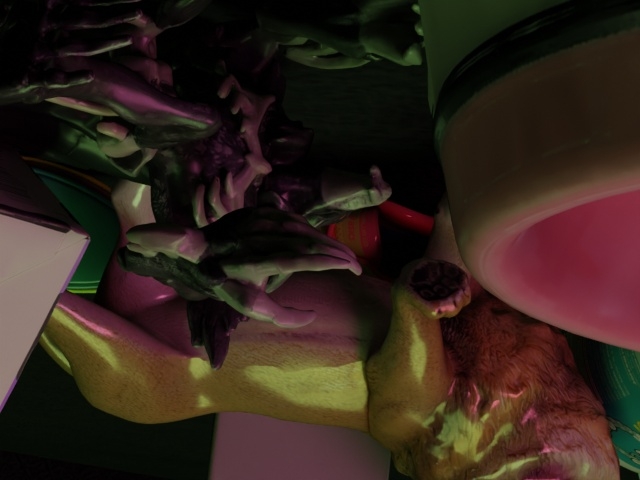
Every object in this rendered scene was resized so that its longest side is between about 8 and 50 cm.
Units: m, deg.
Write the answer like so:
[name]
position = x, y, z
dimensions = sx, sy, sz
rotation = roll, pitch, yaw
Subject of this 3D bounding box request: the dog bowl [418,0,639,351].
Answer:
[dog bowl]
position = 0.218, -0.048, 0.578
dimensions = 0.408, 0.150, 0.408
rotation = 6, 167, 1

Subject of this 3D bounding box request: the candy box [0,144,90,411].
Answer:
[candy box]
position = -0.208, 0.013, 0.831
dimensions = 0.070, 0.165, 0.196
rotation = 17, -162, -41

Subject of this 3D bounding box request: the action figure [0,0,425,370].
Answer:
[action figure]
position = -0.029, -0.044, 0.701
dimensions = 0.141, 0.164, 0.275
rotation = 6, 162, 24

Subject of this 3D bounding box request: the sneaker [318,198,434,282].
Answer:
[sneaker]
position = 0.000, 0.000, 1.063
dimensions = 0.208, 0.081, 0.094
rotation = 5, 159, -17

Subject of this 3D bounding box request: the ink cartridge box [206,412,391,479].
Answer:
[ink cartridge box]
position = -0.014, 0.114, 1.247
dimensions = 0.117, 0.201, 0.278
rotation = 7, 167, -2

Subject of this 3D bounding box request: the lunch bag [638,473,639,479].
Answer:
[lunch bag]
position = 0.351, 0.141, 1.290
dimensions = 0.223, 0.160, 0.262
rotation = 2, 172, 20

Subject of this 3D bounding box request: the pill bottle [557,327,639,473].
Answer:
[pill bottle]
position = 0.223, 0.061, 1.036
dimensions = 0.146, 0.146, 0.264
rotation = 8, 167, -6

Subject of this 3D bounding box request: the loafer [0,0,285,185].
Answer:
[loafer]
position = -0.115, -0.073, 0.808
dimensions = 0.223, 0.076, 0.078
rotation = 16, 176, -35

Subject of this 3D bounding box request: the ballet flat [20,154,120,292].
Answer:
[ballet flat]
position = -0.212, -0.020, 1.093
dimensions = 0.231, 0.077, 0.077
rotation = 9, -172, -1

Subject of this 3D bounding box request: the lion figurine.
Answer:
[lion figurine]
position = -0.017, 0.061, 1.000
dimensions = 0.392, 0.142, 0.240
rotation = 14, 141, 9
